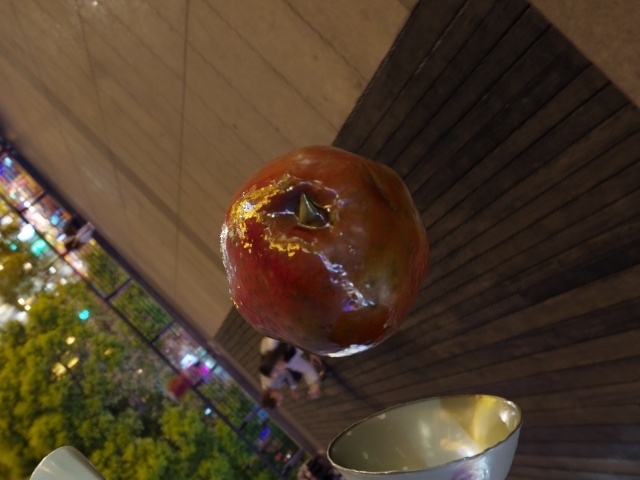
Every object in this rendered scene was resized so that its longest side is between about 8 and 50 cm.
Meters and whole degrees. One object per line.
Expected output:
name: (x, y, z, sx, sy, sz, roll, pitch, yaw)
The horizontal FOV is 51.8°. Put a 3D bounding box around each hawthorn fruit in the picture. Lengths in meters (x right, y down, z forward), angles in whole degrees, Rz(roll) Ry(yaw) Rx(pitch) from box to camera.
hawthorn fruit: (0.000, 0.000, 1.178, 0.403, 0.403, 0.402, 39, 160, 17)

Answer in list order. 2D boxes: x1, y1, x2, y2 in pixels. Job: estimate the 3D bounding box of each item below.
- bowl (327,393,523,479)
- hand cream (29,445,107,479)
bowl: (0.195, 0.393, 1.128, 0.337, 0.337, 0.157, -10, 95, 68)
hand cream: (-0.211, 0.352, 0.750, 0.321, 0.109, 0.067, 32, -159, 22)
